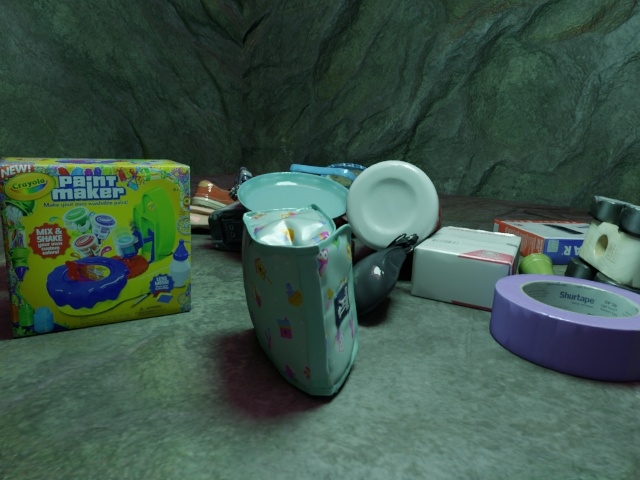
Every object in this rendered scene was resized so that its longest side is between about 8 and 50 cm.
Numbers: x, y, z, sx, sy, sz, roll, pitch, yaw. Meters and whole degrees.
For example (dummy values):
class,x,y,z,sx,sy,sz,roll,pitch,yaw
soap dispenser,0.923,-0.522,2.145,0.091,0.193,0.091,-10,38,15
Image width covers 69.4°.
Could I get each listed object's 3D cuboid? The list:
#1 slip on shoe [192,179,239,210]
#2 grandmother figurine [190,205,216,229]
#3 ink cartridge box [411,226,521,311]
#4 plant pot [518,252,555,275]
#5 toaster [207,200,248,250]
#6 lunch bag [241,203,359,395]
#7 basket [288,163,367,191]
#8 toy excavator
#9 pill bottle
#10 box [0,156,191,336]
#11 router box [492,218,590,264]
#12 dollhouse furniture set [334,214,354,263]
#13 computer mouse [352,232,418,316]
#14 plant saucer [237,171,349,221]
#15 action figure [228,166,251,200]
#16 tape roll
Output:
class,x,y,z,sx,sy,sz,roll,pitch,yaw
slip on shoe,-0.315,-0.136,1.686,0.122,0.102,0.331,2,-11,41
grandmother figurine,-0.312,-0.065,1.530,0.341,0.104,0.208,1,22,4
ink cartridge box,0.356,0.056,1.103,0.207,0.117,0.283,9,15,26
plant pot,0.537,0.086,1.130,0.083,0.084,0.079,4,26,5
toaster,-0.202,-0.050,1.351,0.226,0.129,0.146,-2,20,20
lunch bag,-0.029,0.076,0.699,0.159,0.224,0.262,-8,16,-14
basket,0.059,-0.173,1.569,0.254,0.201,0.289,15,-8,38
toy excavator,0.840,0.077,0.989,0.444,0.223,0.433,13,15,4
pill bottle,0.222,-0.073,1.301,0.228,0.229,0.407,7,-1,16
box,-0.405,-0.007,0.850,0.289,0.280,0.177,-6,15,-31
router box,0.794,0.001,1.519,0.334,0.082,0.301,1,13,-9
dollhouse furniture set,0.000,0.000,1.298,0.201,0.152,0.374,2,30,-6
computer mouse,0.105,0.063,0.971,0.188,0.072,0.272,-39,5,26
plant saucer,-0.069,-0.110,1.278,0.317,0.044,0.318,4,30,-2
action figure,-0.222,-0.159,1.576,0.185,0.099,0.285,24,12,-25
tape roll,0.451,0.142,0.824,0.274,0.090,0.275,3,12,-1
